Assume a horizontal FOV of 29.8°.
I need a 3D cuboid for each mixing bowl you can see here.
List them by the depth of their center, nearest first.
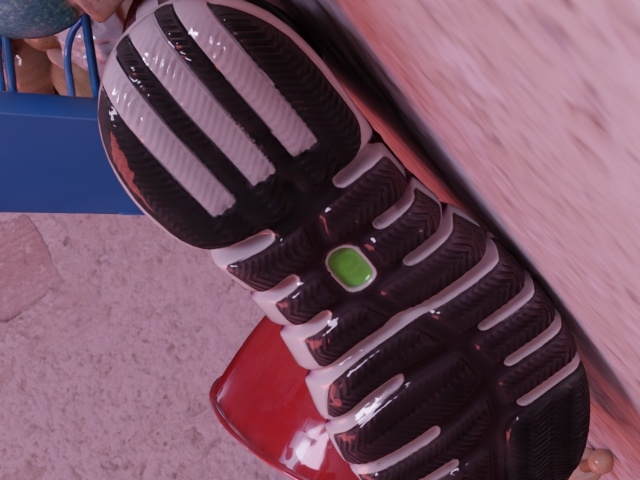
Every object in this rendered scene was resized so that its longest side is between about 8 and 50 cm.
[{"bbox_3d":[0.044,0.064,0.626,0.182,0.098,0.181,19,-168,-4],"label":"mixing bowl"}]

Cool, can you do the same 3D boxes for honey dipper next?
[{"bbox_3d":[0.200,0.167,0.899,0.030,0.030,0.160,49,178,15],"label":"honey dipper"}]

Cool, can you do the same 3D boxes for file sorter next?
[{"bbox_3d":[-0.134,-0.080,0.582,0.170,0.118,0.104,1,-109,-35],"label":"file sorter"}]

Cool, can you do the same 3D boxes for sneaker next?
[{"bbox_3d":[0.013,-0.010,0.514,0.281,0.106,0.162,54,-172,-31],"label":"sneaker"}]

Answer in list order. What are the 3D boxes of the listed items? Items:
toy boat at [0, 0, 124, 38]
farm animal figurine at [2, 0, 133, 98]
[{"bbox_3d":[-0.147,-0.137,0.352,0.267,0.148,0.318,49,180,-39],"label":"toy boat"},{"bbox_3d":[-0.155,-0.126,0.911,0.327,0.172,0.330,48,180,42],"label":"farm animal figurine"}]
